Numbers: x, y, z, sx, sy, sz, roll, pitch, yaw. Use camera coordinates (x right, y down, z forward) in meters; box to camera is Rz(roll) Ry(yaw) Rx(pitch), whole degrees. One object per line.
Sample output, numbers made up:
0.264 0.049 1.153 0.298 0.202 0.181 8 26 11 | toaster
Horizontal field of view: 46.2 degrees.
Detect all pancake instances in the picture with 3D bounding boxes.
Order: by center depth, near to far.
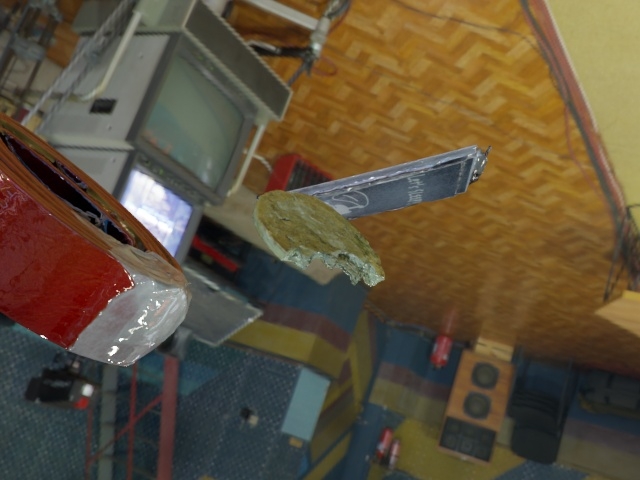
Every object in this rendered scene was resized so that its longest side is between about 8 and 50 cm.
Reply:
-0.001 -0.005 0.651 0.130 0.022 0.116 23 -154 -25 | pancake

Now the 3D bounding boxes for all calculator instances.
0.066 -0.060 0.916 0.274 0.028 0.165 -13 167 2 | calculator

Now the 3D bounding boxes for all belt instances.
-0.279 -0.007 0.758 0.324 0.115 0.227 41 -174 0 | belt
